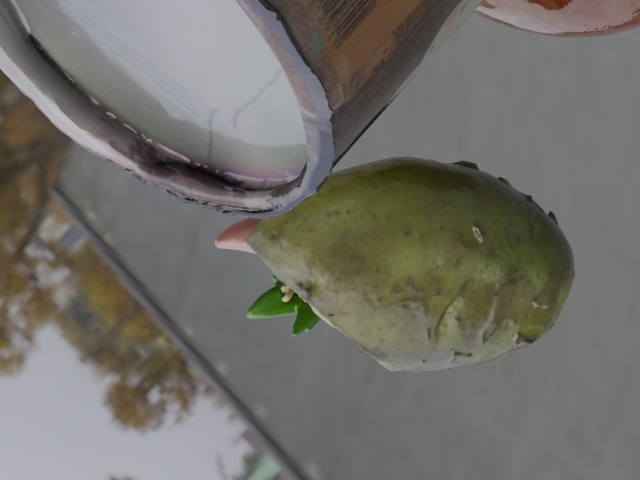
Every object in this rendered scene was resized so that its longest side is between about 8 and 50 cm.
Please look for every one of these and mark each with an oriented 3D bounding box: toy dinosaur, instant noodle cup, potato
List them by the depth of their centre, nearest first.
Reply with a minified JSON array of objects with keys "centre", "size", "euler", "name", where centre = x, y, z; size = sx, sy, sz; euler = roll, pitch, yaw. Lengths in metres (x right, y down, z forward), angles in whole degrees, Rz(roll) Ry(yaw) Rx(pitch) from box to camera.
[{"centre":[-0.016,-0.138,0.646],"size":[0.217,0.207,0.217],"euler":[27,150,17],"name":"instant noodle cup"},{"centre":[0.070,0.018,1.334],"size":[0.298,0.176,0.141],"euler":[12,-162,-33],"name":"potato"},{"centre":[-0.003,0.006,1.598],"size":[0.194,0.152,0.177],"euler":[10,160,10],"name":"toy dinosaur"}]

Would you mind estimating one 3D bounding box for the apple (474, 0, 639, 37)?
[{"centre":[0.172,-0.332,1.353],"size":[0.345,0.269,0.344],"euler":[175,90,-74],"name":"apple"}]
